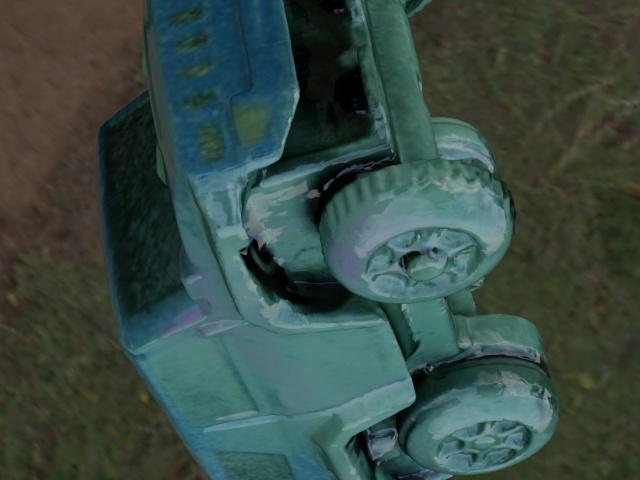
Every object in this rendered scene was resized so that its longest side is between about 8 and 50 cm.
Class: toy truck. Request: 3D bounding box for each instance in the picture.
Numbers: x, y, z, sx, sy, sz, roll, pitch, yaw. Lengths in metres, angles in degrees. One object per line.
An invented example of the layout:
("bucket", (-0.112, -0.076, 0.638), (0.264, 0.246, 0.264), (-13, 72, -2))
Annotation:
("toy truck", (0.000, 0.000, 0.755), (0.156, 0.155, 0.279), (-15, 147, 6))
